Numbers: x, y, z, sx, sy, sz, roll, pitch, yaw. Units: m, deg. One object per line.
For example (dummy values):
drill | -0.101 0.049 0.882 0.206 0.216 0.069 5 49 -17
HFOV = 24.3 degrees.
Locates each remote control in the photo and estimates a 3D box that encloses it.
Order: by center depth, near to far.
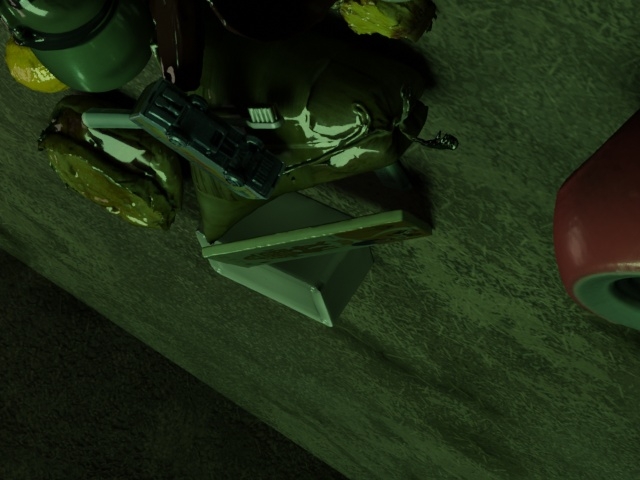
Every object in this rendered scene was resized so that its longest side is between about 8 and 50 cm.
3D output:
remote control | 0.087 -0.111 2.089 0.053 0.018 0.124 17 155 40

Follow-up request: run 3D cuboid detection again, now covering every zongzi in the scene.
zongzi | 0.004 -0.100 1.901 0.447 0.181 0.418 21 135 27

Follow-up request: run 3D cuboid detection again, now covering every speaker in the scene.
speaker | 0.391 -0.003 1.512 0.294 0.294 0.294 28 160 11
speaker | -0.117 -0.311 1.690 0.329 0.198 0.259 21 147 52

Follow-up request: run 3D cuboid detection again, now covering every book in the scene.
book | 0.000 0.000 2.154 0.295 0.020 0.208 -11 172 15

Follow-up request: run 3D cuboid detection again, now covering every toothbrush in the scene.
toothbrush | -0.178 -0.153 1.855 0.342 0.025 0.030 3 121 41

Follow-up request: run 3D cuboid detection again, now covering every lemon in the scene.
lemon | -0.421 -0.286 2.306 0.155 0.114 0.114 10 151 38

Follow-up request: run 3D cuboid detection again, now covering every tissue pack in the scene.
tissue pack | -0.058 0.012 2.433 0.246 0.136 0.159 24 160 20

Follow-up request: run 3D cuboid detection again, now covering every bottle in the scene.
bottle | -0.318 -0.302 1.911 0.168 0.168 0.347 30 176 6

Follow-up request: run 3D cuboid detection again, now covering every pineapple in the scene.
pineapple | 0.075 -0.267 1.679 0.116 0.069 0.137 28 170 -5

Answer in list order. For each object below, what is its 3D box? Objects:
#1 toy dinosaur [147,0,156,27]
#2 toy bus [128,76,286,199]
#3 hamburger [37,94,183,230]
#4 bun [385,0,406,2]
toy dinosaur | -0.143 -0.225 2.037 0.279 0.101 0.055 46 -169 -14
toy bus | -0.136 -0.117 1.776 0.190 0.064 0.075 35 161 -24
hamburger | -0.343 -0.136 2.524 0.265 0.134 0.285 25 166 1
bun | 0.081 -0.316 1.502 0.138 0.094 0.138 9 123 13
